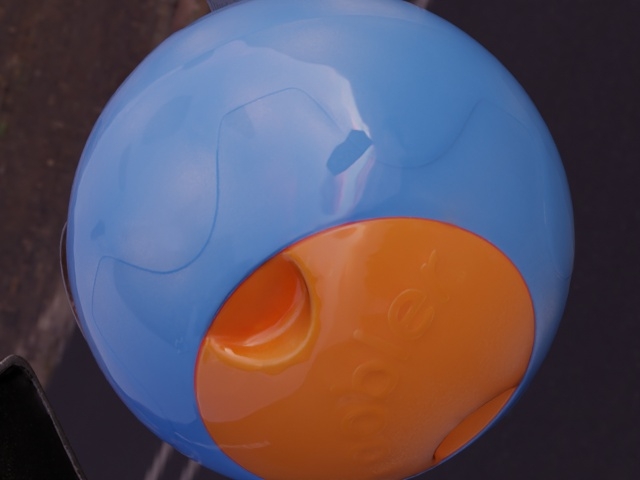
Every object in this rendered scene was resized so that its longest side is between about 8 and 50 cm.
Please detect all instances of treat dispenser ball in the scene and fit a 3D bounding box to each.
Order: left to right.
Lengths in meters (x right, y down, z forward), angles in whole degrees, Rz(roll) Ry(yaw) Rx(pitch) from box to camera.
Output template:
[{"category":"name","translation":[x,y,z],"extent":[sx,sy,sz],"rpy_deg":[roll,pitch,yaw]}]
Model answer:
[{"category":"treat dispenser ball","translation":[0.000,0.000,0.907],"extent":[0.288,0.288,0.288],"rpy_deg":[-165,90,-71]}]

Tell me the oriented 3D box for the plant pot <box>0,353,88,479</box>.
[{"category":"plant pot","translation":[-0.173,0.177,0.579],"extent":[0.188,0.167,0.187],"rpy_deg":[66,-163,-8]}]

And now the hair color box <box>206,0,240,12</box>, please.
[{"category":"hair color box","translation":[-0.023,-0.246,1.507],"extent":[0.093,0.167,0.053],"rpy_deg":[71,-160,-84]}]

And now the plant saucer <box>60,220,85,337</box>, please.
[{"category":"plant saucer","translation":[-0.164,0.049,1.345],"extent":[0.168,0.029,0.168],"rpy_deg":[32,134,39]}]
